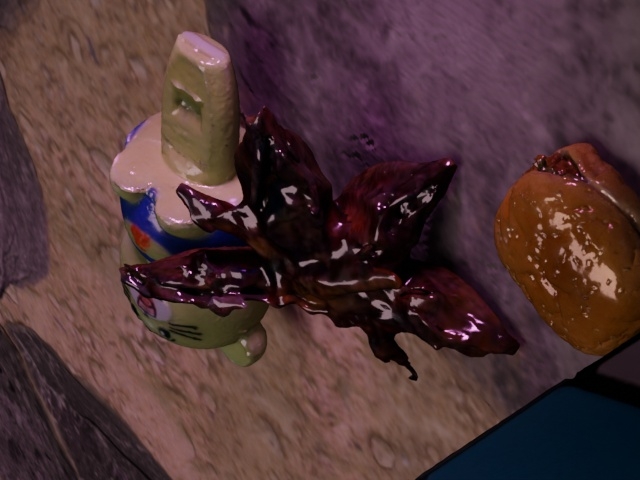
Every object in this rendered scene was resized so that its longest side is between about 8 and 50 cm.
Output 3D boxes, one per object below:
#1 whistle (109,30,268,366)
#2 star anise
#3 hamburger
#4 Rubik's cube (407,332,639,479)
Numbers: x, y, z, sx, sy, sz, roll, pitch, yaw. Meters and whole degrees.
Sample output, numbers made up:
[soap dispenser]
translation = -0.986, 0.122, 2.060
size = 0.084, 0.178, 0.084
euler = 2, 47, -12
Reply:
[whistle]
translation = -0.067, -0.018, 0.936
size = 0.105, 0.085, 0.227
euler = 36, 144, 24
[star anise]
translation = 0.002, -0.003, 0.828
size = 0.212, 0.053, 0.157
euler = 20, 134, 13
[hamburger]
translation = 0.107, 0.005, 0.706
size = 0.083, 0.044, 0.076
euler = 48, 151, 19
[Rubik's cube]
translation = 0.160, 0.138, 0.593
size = 0.167, 0.180, 0.183
euler = 13, 129, 57
